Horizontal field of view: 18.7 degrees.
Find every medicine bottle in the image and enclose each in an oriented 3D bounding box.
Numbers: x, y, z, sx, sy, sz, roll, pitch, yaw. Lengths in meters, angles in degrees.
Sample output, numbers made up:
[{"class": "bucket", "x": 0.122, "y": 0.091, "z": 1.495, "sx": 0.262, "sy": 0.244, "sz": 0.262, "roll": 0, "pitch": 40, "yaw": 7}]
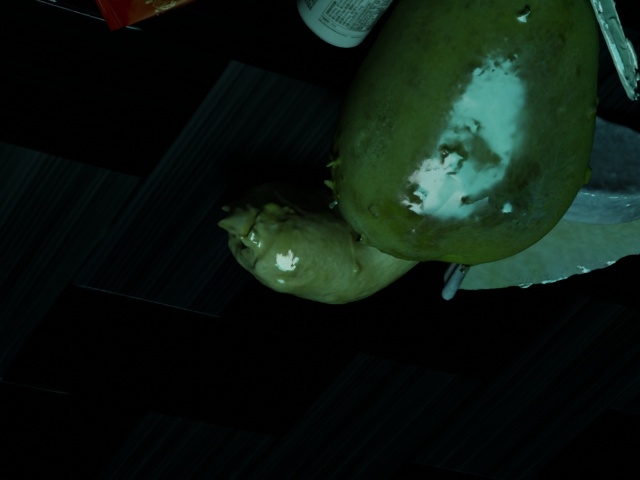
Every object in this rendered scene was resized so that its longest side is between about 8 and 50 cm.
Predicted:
[{"class": "medicine bottle", "x": 0.043, "y": -0.261, "z": 1.896, "sx": 0.079, "sy": 0.079, "sz": 0.140, "roll": 14, "pitch": 135, "yaw": -28}]

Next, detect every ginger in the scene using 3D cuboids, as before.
[{"class": "ginger", "x": 0.000, "y": 0.000, "z": 2.167, "sx": 0.267, "sy": 0.138, "sz": 0.152, "roll": -5, "pitch": 128, "yaw": -27}]

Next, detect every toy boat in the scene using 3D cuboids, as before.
[{"class": "toy boat", "x": 0.283, "y": -0.038, "z": 2.220, "sx": 0.276, "sy": 0.111, "sz": 0.293, "roll": -2, "pitch": 151, "yaw": -2}]

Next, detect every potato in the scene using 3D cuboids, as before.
[{"class": "potato", "x": 0.164, "y": -0.137, "z": 1.950, "sx": 0.270, "sy": 0.219, "sz": 0.359, "roll": 10, "pitch": 119, "yaw": -29}]

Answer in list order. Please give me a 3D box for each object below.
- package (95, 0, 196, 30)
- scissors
[{"class": "package", "x": -0.128, "y": -0.262, "z": 1.902, "sx": 0.200, "sy": 0.022, "sz": 0.083, "roll": -16, "pitch": 141, "yaw": 9}, {"class": "scissors", "x": 0.255, "y": -0.265, "z": 1.845, "sx": 0.022, "sy": 0.109, "sz": 0.300, "roll": -2, "pitch": 118, "yaw": 45}]
